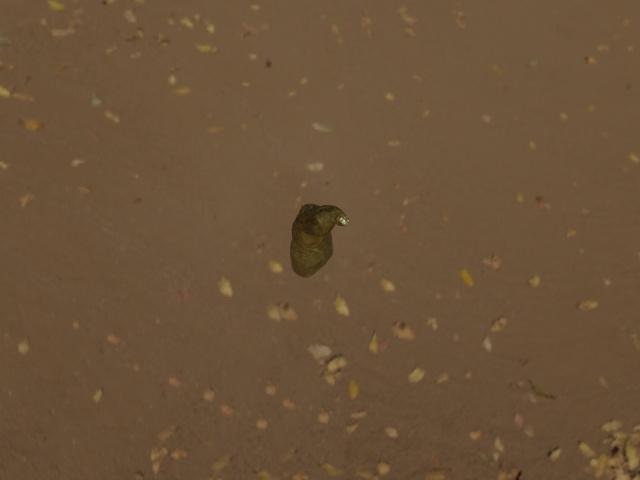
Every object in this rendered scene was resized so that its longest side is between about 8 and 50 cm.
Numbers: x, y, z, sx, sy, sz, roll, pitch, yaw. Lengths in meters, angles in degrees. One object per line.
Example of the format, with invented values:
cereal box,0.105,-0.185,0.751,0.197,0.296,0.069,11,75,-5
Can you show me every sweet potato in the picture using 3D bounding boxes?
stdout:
sweet potato,-0.005,-0.004,0.680,0.041,0.153,0.038,35,69,3
